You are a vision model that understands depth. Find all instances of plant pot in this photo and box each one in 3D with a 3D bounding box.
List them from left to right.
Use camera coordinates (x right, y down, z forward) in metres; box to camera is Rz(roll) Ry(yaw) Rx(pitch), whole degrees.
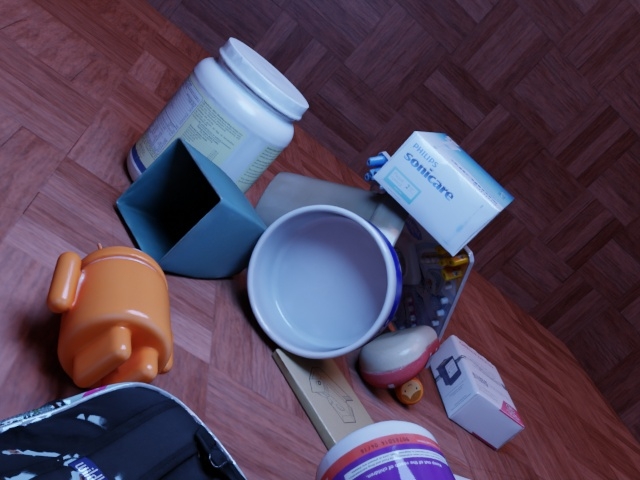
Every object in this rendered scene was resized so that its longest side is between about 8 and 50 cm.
[{"bbox_3d":[-0.200,-0.035,1.149,0.165,0.166,0.234,53,12,30],"label":"plant pot"},{"bbox_3d":[0.000,0.000,1.349,0.280,0.323,0.323,27,15,5],"label":"plant pot"}]

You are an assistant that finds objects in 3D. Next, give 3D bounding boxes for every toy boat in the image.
[{"bbox_3d":[0.175,0.271,1.351,0.231,0.151,0.151,-3,78,-68],"label":"toy boat"}]

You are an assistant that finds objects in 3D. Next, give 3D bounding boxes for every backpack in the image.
[{"bbox_3d":[-0.167,0.234,0.482,0.225,0.191,0.253,49,24,10],"label":"backpack"}]

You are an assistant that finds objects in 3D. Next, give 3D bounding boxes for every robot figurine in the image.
[{"bbox_3d":[-0.246,0.090,0.773,0.158,0.128,0.219,9,30,-21],"label":"robot figurine"}]

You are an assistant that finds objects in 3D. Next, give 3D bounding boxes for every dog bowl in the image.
[{"bbox_3d":[0.009,0.073,1.142,0.265,0.265,0.104,48,10,15],"label":"dog bowl"}]

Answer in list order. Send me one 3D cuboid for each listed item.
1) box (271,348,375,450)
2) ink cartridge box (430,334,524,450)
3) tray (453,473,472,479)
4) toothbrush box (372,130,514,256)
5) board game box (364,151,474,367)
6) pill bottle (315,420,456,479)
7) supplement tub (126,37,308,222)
[{"bbox_3d":[0.015,0.275,1.118,0.164,0.021,0.201,20,29,-54],"label":"box"},{"bbox_3d":[0.380,0.371,1.594,0.172,0.100,0.237,37,18,-19],"label":"ink cartridge box"},{"bbox_3d":[0.302,0.501,1.183,0.270,0.030,0.145,31,9,-37],"label":"tray"},{"bbox_3d":[0.259,-0.104,1.297,0.216,0.126,0.295,46,20,9],"label":"toothbrush box"},{"bbox_3d":[0.185,0.052,1.542,0.050,0.390,0.390,-12,47,-24],"label":"board game box"},{"bbox_3d":[0.116,0.393,0.772,0.181,0.181,0.323,32,19,-33],"label":"pill bottle"},{"bbox_3d":[-0.202,-0.210,1.277,0.235,0.325,0.235,39,16,-14],"label":"supplement tub"}]
